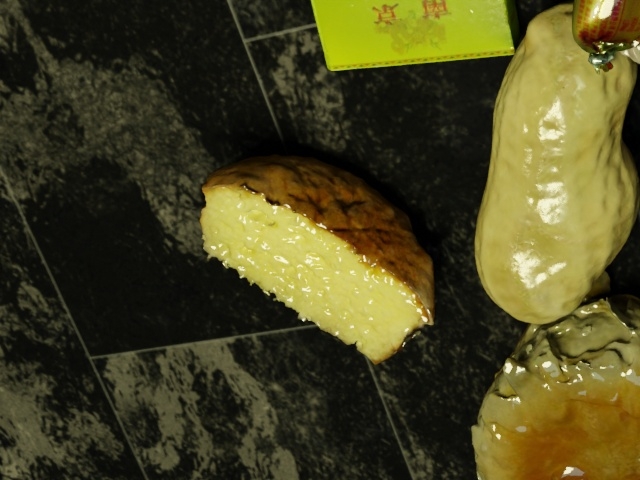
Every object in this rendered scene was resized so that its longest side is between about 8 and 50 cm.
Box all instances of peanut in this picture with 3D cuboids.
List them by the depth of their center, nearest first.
[{"bbox_3d":[0.227,-0.070,1.521,0.148,0.147,0.318,12,116,12],"label":"peanut"}]

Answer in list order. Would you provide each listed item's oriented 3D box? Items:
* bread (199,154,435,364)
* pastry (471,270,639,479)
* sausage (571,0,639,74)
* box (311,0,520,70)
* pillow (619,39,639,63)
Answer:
[{"bbox_3d":[0.008,-0.002,1.634,0.260,0.134,0.129,36,136,0],"label":"bread"},{"bbox_3d":[0.302,0.203,1.654,0.330,0.136,0.329,9,127,12],"label":"pastry"},{"bbox_3d":[0.263,-0.314,1.343,0.082,0.082,0.371,11,113,13],"label":"sausage"},{"bbox_3d":[0.062,-0.317,1.471,0.187,0.047,0.335,-3,120,20],"label":"box"},{"bbox_3d":[0.380,-0.124,1.451,0.173,0.067,0.270,-29,109,7],"label":"pillow"}]
